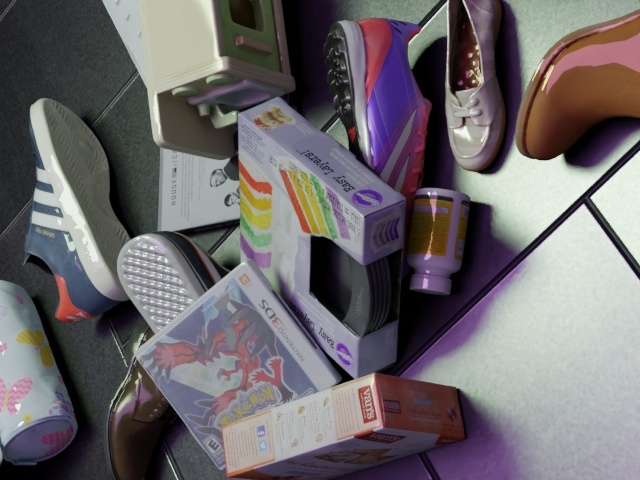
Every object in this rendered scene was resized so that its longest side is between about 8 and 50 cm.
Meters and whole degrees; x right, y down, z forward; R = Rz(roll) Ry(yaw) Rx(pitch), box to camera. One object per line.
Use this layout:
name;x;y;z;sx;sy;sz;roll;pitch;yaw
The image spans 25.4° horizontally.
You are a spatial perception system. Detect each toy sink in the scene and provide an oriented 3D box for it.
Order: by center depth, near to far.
toy sink;-0.128;-0.236;1.804;0.131;0.153;0.234;-14;76;34

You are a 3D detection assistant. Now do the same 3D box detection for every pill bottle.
pill bottle;0.133;0.002;1.626;0.065;0.065;0.116;2;80;41

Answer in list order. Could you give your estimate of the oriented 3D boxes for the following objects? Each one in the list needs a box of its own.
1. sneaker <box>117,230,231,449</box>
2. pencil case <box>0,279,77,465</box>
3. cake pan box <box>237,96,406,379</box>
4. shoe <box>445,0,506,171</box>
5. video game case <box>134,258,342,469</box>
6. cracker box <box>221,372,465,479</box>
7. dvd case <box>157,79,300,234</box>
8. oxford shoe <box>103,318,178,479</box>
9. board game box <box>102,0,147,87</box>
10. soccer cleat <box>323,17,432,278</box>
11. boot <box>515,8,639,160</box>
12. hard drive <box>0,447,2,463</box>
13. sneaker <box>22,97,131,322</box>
sneaker;-0.133;0.129;1.800;0.126;0.127;0.321;-26;88;22
pencil case;-0.445;0.188;2.048;0.124;0.113;0.273;-40;57;15
cake pan box;0.000;0.000;1.660;0.267;0.070;0.245;42;144;39
shoe;0.170;-0.188;1.645;0.077;0.058;0.219;-9;74;39
video game case;-0.103;0.151;1.714;0.201;0.023;0.183;-39;85;22
cracker box;0.024;0.218;1.606;0.232;0.156;0.067;-24;65;35
dvd case;-0.126;-0.108;1.902;0.239;0.030;0.179;-10;73;40
oxford shoe;-0.224;0.220;1.873;0.096;0.083;0.227;13;89;38
board game box;-0.170;-0.456;2.012;0.390;0.050;0.390;-45;54;24
soccer cleat;0.086;-0.108;1.676;0.108;0.116;0.318;158;103;-75
boot;0.351;-0.148;1.465;0.283;0.109;0.220;-49;56;12
hard drive;-0.563;0.335;2.088;0.233;0.047;0.353;61;137;33
sneaker;-0.376;-0.040;2.033;0.148;0.131;0.350;-36;59;24
